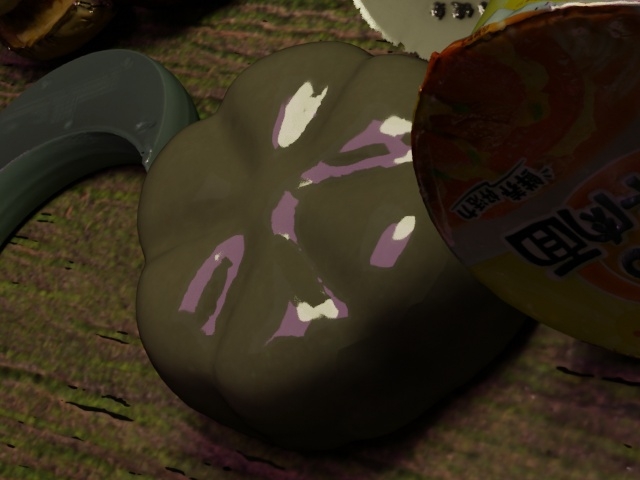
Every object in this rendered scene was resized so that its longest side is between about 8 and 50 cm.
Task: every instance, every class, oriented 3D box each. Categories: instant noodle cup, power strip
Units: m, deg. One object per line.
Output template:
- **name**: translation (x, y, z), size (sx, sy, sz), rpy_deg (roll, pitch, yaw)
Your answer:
- **instant noodle cup**: translation (0.197, -0.088, 0.882), size (0.264, 0.264, 0.200), rpy_deg (-9, 43, 36)
- **power strip**: translation (-0.201, -0.070, 1.348), size (0.253, 0.054, 0.167), rpy_deg (-16, 46, 31)

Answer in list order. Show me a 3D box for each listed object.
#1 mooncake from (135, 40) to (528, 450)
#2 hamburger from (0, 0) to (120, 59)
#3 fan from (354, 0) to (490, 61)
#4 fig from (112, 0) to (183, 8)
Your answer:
- **mooncake**: translation (0.000, 0.000, 1.055), size (0.275, 0.135, 0.275), rpy_deg (-20, 50, 26)
- **hamburger**: translation (-0.253, -0.246, 1.502), size (0.131, 0.124, 0.262), rpy_deg (-54, 31, 23)
- **fan**: translation (0.101, -0.255, 1.148), size (0.191, 0.009, 0.329), rpy_deg (-1, 67, -5)
- **fig**: translation (-0.124, -0.309, 1.429), size (0.170, 0.145, 0.274), rpy_deg (-24, 31, 22)
